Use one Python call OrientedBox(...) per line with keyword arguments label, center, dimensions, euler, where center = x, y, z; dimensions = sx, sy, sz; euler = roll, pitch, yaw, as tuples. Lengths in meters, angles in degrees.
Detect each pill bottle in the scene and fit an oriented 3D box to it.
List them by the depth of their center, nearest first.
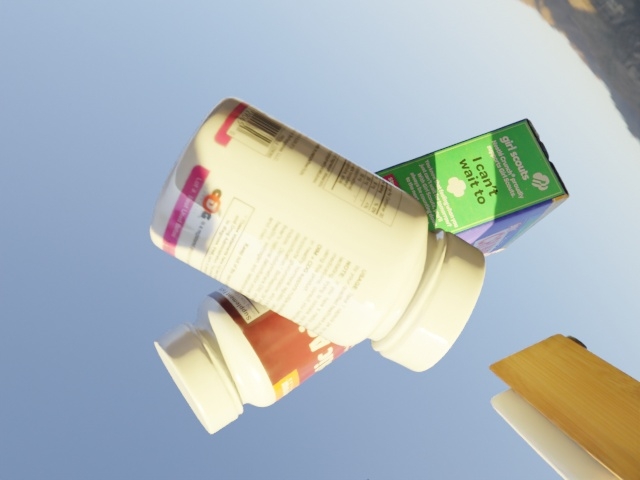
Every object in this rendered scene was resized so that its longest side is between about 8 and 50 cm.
OrientedBox(label="pill bottle", center=(0.000, 0.000, 0.561), dimensions=(0.283, 0.160, 0.160), euler=(29, -146, -3))
OrientedBox(label="pill bottle", center=(-0.080, 0.154, 1.068), dimensions=(0.392, 0.224, 0.224), euler=(-32, -99, -21))

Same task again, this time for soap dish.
OrientedBox(label="soap dish", center=(0.336, 0.232, 0.595), dimensions=(0.290, 0.118, 0.229), euler=(39, -178, -18))

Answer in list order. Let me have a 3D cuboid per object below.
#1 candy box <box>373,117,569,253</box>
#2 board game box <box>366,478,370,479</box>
OrientedBox(label="candy box", center=(0.126, -0.014, 0.803), dimensions=(0.268, 0.317, 0.122), euler=(81, 167, -75))
OrientedBox(label="board game box", center=(0.155, 0.619, 0.988), dimensions=(0.308, 0.086, 0.302), euler=(44, -164, -7))
